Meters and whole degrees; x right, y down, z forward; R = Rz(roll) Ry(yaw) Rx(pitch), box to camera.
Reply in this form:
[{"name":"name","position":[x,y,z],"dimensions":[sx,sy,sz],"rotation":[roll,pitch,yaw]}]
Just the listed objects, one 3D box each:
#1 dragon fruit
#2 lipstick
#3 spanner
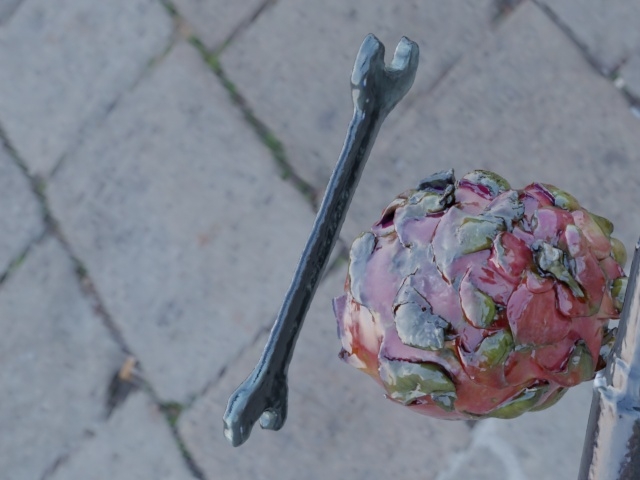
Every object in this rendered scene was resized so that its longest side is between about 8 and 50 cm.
[{"name":"dragon fruit","position":[0.180,0.061,1.957],"dimensions":[0.291,0.269,0.250],"rotation":[-14,64,36]},{"name":"lipstick","position":[0.213,0.087,1.232],"dimensions":[0.081,0.081,0.299],"rotation":[30,121,44]},{"name":"spanner","position":[0.000,0.000,1.122],"dimensions":[0.015,0.054,0.254],"rotation":[22,93,33]}]
